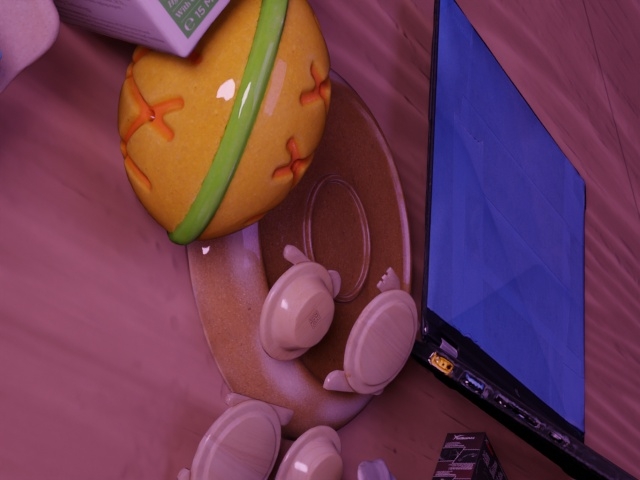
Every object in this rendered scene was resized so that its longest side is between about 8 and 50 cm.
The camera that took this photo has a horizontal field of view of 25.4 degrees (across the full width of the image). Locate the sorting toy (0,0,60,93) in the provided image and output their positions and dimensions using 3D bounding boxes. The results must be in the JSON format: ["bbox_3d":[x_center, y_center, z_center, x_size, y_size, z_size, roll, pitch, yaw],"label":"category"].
[{"bbox_3d":[-0.179,-0.075,0.458,0.208,0.038,0.193,-54,141,-31],"label":"sorting toy"}]

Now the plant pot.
[{"bbox_3d":[0.000,0.000,0.841,0.236,0.032,0.236,16,72,-58],"label":"plant pot"}]

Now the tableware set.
[{"bbox_3d":[-0.008,0.084,0.770,0.141,0.020,0.169,34,81,-53],"label":"tableware set"}]

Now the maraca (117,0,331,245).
[{"bbox_3d":[-0.040,-0.086,0.689,0.099,0.127,0.186,18,89,-18],"label":"maraca"}]

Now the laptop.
[{"bbox_3d":[0.239,0.067,1.035,0.236,0.408,0.382,-56,147,-2],"label":"laptop"}]

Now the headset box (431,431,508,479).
[{"bbox_3d":[0.101,0.185,0.985,0.062,0.032,0.083,62,37,-33],"label":"headset box"}]

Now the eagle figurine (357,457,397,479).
[{"bbox_3d":[0.020,0.247,0.711,0.226,0.298,0.225,53,-16,13],"label":"eagle figurine"}]

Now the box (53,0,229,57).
[{"bbox_3d":[-0.081,-0.152,0.626,0.101,0.102,0.087,-54,135,-16],"label":"box"}]
